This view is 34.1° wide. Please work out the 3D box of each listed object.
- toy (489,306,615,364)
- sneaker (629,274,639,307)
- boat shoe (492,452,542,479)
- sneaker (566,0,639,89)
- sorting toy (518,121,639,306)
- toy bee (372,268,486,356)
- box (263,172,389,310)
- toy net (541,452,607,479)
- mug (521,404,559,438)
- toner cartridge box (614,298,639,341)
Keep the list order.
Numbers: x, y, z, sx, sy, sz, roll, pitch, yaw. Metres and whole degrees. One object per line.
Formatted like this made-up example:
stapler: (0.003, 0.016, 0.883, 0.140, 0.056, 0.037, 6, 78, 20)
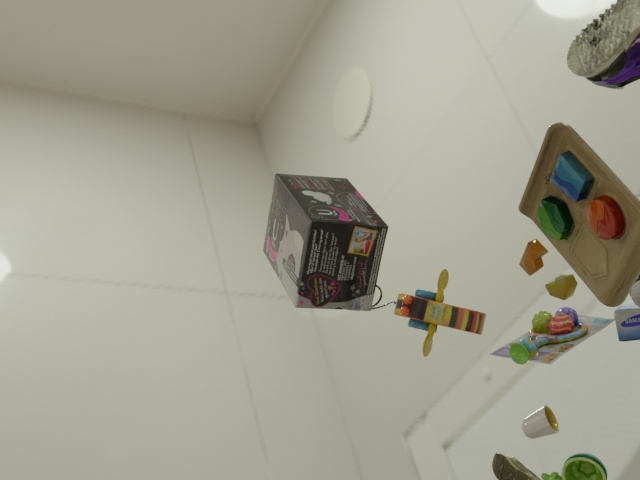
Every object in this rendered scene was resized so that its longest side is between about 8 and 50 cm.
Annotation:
toy: (0.443, 0.167, 1.998, 0.137, 0.056, 0.237, 4, 22, 45)
sneaker: (0.677, 0.004, 1.989, 0.269, 0.153, 0.101, -35, -46, 3)
boat shoe: (0.424, 0.503, 2.251, 0.048, 0.153, 0.056, 11, -87, -24)
sneaker: (0.540, -0.337, 1.629, 0.146, 0.102, 0.293, 24, -46, -39)
sorting toy: (0.387, -0.004, 1.595, 0.041, 0.229, 0.307, -24, -32, -24)
toy bee: (0.234, 0.172, 2.413, 0.299, 0.195, 0.162, -8, -5, 6)
box: (0.000, 0.000, 1.790, 0.142, 0.247, 0.163, 4, -69, -17)
toy net: (0.454, 0.426, 1.612, 0.122, 0.232, 0.045, -50, -5, 31)
mug: (0.465, 0.393, 2.208, 0.064, 0.062, 0.078, -30, -46, 24)
toner cartridge box: (0.857, 0.158, 2.352, 0.348, 0.075, 0.165, -11, 1, 29)
